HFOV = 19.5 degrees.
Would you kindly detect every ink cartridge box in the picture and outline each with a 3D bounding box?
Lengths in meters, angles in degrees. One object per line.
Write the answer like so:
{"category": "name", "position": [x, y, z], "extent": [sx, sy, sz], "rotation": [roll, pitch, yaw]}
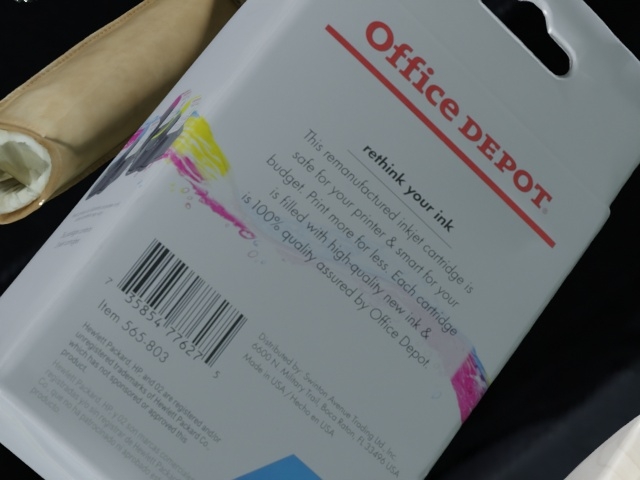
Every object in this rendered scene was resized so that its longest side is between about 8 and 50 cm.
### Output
{"category": "ink cartridge box", "position": [0.000, 0.000, 0.490], "extent": [0.104, 0.061, 0.181], "rotation": [43, -109, -16]}

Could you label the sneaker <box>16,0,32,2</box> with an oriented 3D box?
{"category": "sneaker", "position": [-0.213, -0.164, 0.941], "extent": [0.271, 0.108, 0.100], "rotation": [-26, -18, -37]}

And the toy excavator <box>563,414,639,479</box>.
{"category": "toy excavator", "position": [0.342, -0.008, 0.937], "extent": [0.445, 0.433, 0.222], "rotation": [-36, -94, -37]}

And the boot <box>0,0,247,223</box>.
{"category": "boot", "position": [-0.084, -0.122, 1.154], "extent": [0.269, 0.236, 0.089], "rotation": [-41, -84, -35]}
